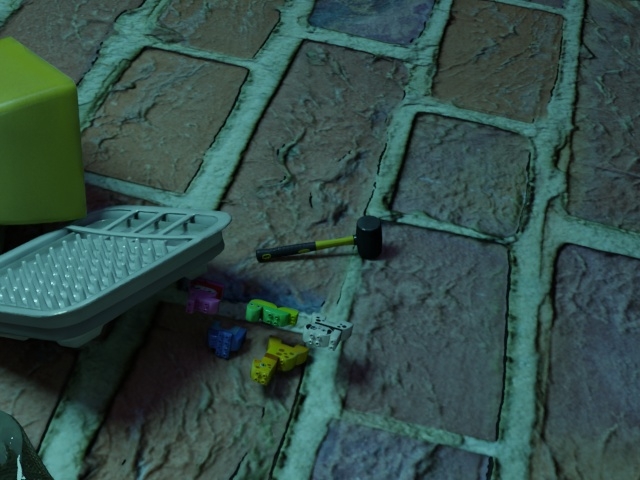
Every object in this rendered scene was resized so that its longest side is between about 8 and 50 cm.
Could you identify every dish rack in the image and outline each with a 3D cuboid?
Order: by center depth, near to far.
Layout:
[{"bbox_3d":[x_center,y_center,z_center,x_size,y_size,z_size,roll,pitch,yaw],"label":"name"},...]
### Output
[{"bbox_3d":[-0.301,0.046,1.448,0.286,0.072,0.333,5,25,37],"label":"dish rack"}]

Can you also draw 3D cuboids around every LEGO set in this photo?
[{"bbox_3d":[-0.083,0.131,1.445,0.227,0.087,0.093,15,26,10],"label":"LEGO set"}]

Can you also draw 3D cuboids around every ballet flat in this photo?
[{"bbox_3d":[-0.340,0.283,1.279,0.084,0.058,0.250,-43,53,-16],"label":"ballet flat"}]

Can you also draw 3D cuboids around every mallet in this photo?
[{"bbox_3d":[0.000,0.000,1.626,0.190,0.062,0.039,-4,41,-11],"label":"mallet"}]

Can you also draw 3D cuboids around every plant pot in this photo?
[{"bbox_3d":[-0.463,-0.136,1.539,0.187,0.212,0.212,-21,38,-34],"label":"plant pot"}]

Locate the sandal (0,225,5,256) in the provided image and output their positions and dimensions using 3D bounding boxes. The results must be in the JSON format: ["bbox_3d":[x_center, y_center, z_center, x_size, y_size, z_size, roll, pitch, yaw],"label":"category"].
[{"bbox_3d":[-0.499,0.020,1.522,0.120,0.086,0.302,-3,42,-11],"label":"sandal"}]
